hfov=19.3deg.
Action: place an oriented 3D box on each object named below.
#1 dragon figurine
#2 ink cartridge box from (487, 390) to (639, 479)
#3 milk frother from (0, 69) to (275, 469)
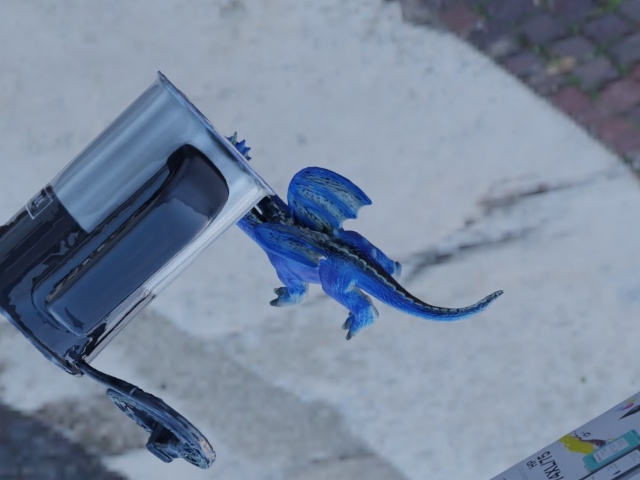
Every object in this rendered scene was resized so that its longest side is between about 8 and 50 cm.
[{"bbox_3d":[0.000,0.000,1.541,0.289,0.085,0.144,22,154,39],"label":"dragon figurine"},{"bbox_3d":[0.324,0.287,1.848,0.270,0.198,0.197,-31,105,3],"label":"ink cartridge box"},{"bbox_3d":[-0.073,0.019,0.919,0.135,0.129,0.143,-43,124,2],"label":"milk frother"}]
